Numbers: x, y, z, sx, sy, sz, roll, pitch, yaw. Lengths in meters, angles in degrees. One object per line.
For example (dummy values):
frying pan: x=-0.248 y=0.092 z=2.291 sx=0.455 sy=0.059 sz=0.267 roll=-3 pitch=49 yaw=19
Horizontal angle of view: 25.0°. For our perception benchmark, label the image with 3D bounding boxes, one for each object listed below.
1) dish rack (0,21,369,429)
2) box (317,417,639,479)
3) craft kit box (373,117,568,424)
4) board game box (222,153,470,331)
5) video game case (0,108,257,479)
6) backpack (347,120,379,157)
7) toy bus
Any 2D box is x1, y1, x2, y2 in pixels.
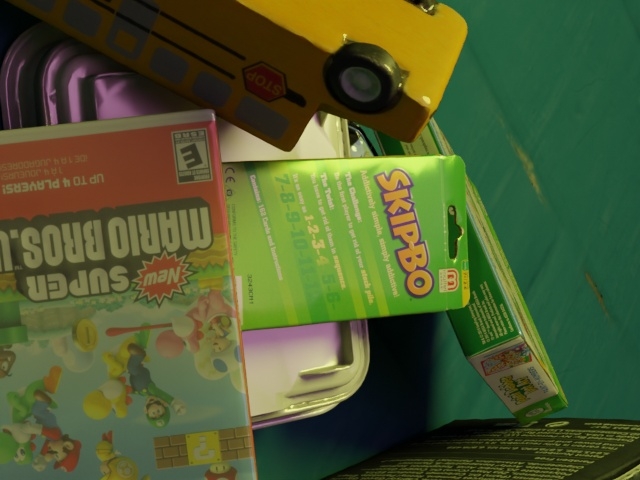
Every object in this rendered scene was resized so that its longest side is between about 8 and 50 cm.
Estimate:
dish rack: x=-0.083 y=-0.010 z=1.095 sx=0.285 sy=0.072 sz=0.332 roll=-8 pitch=95 yaw=-32
box: x=0.131 y=0.435 z=1.215 sx=0.472 sy=0.297 sz=0.480 roll=-12 pitch=96 yaw=-52
craft kit box: x=0.136 y=0.021 z=1.301 sx=0.246 sy=0.061 sz=0.250 roll=42 pitch=25 yaw=-62
board game box: x=0.000 y=0.000 z=1.083 sx=0.259 sy=0.039 sz=0.124 roll=-4 pitch=93 yaw=-28
video game case: x=-0.157 y=0.061 z=0.991 sx=0.025 sy=0.204 sz=0.285 roll=-140 pitch=-137 yaw=-85
backpack: x=0.008 y=-0.046 z=1.255 sx=0.084 sy=0.105 sz=0.114 roll=-47 pitch=121 yaw=-15
toy bus: x=-0.072 y=-0.169 z=0.999 sx=0.333 sy=0.130 sz=0.108 roll=28 pitch=48 yaw=-5
